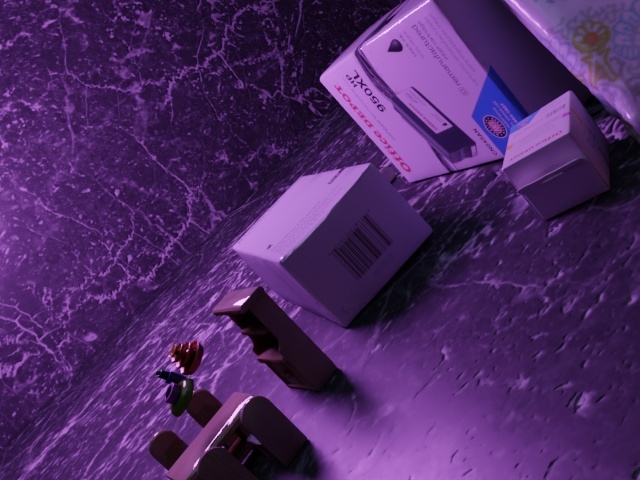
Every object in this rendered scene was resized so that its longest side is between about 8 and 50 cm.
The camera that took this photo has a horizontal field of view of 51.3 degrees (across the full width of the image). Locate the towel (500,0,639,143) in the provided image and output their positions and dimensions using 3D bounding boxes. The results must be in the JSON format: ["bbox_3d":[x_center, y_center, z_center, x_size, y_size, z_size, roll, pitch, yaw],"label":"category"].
[{"bbox_3d":[0.410,-0.338,0.805,0.320,0.374,0.090,-40,-30,16],"label":"towel"}]

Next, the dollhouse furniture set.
[{"bbox_3d":[-0.123,0.203,0.876,0.242,0.161,0.212,-49,16,-26],"label":"dollhouse furniture set"}]

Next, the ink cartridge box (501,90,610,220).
[{"bbox_3d":[0.291,-0.100,0.821,0.092,0.090,0.143,-32,19,37],"label":"ink cartridge box"}]

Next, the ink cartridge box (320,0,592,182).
[{"bbox_3d":[0.213,-0.275,1.146,0.166,0.285,0.395,-48,14,-19],"label":"ink cartridge box"}]

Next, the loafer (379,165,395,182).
[{"bbox_3d":[0.116,-0.112,1.434,0.125,0.045,0.039,-44,-4,-34],"label":"loafer"}]

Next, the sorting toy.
[{"bbox_3d":[-0.190,0.177,0.873,0.061,0.042,0.101,-31,39,51],"label":"sorting toy"}]

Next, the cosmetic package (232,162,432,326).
[{"bbox_3d":[0.000,0.000,1.163,0.217,0.156,0.385,-47,16,-13],"label":"cosmetic package"}]
